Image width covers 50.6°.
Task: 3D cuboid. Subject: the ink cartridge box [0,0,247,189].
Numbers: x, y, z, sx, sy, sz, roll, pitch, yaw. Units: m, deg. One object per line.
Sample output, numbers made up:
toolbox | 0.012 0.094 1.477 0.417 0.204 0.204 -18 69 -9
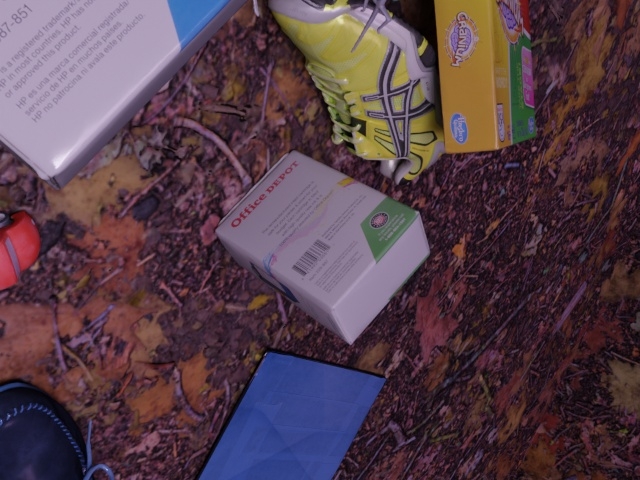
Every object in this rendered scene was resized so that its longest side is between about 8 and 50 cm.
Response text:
ink cartridge box | -0.202 -0.215 0.403 0.307 0.129 0.223 44 77 -15

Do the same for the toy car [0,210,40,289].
toy car | -0.372 0.072 0.583 0.239 0.053 0.225 10 106 -50

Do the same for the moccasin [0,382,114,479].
moccasin | -0.291 0.301 0.774 0.138 0.117 0.342 -34 136 -29

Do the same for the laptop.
laptop | -0.006 0.435 1.097 0.236 0.408 0.382 -33 148 22

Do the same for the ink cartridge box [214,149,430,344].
ink cartridge box | 0.000 0.000 0.823 0.154 0.212 0.093 -48 144 -16

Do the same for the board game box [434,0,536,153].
board game box | 0.208 -0.277 0.847 0.242 0.064 0.316 -24 110 -60

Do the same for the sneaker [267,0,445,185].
sneaker | 0.066 -0.179 0.836 0.384 0.145 0.147 28 97 -48

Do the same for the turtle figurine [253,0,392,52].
turtle figurine | -0.003 -0.291 0.599 0.175 0.118 0.234 5 137 -8
